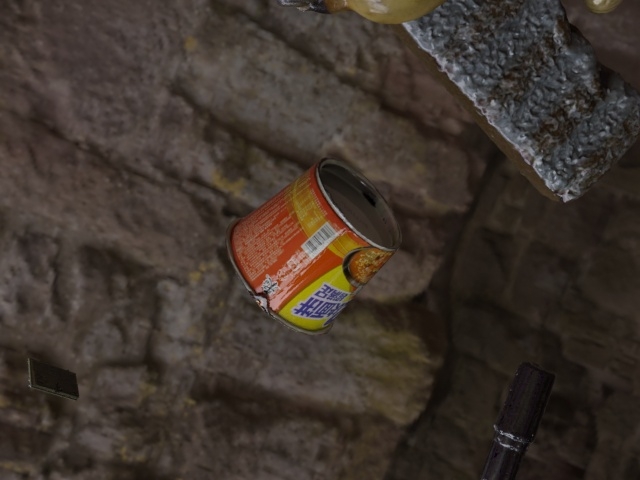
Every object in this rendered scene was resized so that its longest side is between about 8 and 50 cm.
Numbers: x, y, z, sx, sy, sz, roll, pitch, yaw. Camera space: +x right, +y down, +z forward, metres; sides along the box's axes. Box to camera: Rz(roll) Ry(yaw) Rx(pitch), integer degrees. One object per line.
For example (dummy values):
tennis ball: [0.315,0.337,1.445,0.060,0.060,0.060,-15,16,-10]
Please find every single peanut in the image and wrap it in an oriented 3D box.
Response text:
peanut: [0.344,-0.305,1.228,0.054,0.113,0.054,35,152,22]

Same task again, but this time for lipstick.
lipstick: [0.364,0.376,1.998,0.081,0.300,0.081,21,-179,0]

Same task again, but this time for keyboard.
keyboard: [-0.430,0.224,1.693,0.015,0.049,0.129,-21,157,14]

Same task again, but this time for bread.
bread: [0.206,-0.226,1.205,0.416,0.165,0.113,42,178,-25]

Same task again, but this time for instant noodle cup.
instant noodle cup: [0.000,0.000,1.463,0.213,0.174,0.213,37,-153,-23]

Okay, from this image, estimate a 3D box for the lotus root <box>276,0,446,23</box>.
lotus root: [0.064,-0.242,0.826,0.125,0.221,0.118,53,-165,0]
